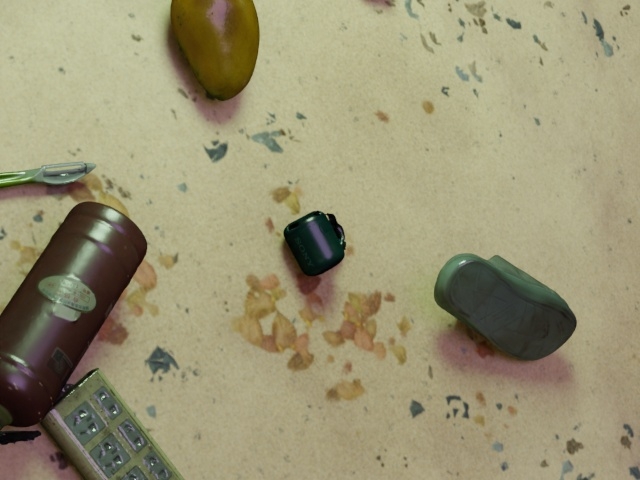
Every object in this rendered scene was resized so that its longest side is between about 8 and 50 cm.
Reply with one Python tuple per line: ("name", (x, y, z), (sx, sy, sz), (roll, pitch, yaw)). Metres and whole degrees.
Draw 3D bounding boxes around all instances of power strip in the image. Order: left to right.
("power strip", (-0.208, 0.268, 1.718), (0.092, 0.034, 0.268), (-41, 99, -37))

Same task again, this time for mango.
("mango", (-0.128, -0.262, 1.927), (0.111, 0.089, 0.163), (-29, 101, -26))

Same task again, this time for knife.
("knife", (-0.341, -0.070, 1.754), (0.184, 0.026, 0.022), (-9, 40, -34))

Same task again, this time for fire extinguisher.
("fire extinguisher", (-0.295, 0.114, 1.650), (0.102, 0.138, 0.344), (56, 48, -36))

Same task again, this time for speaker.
("speaker", (0.004, -0.002, 1.940), (0.094, 0.060, 0.075), (-29, 92, -38))

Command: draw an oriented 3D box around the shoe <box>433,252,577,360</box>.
("shoe", (0.238, 0.077, 2.061), (0.251, 0.103, 0.100), (29, 15, -38))
